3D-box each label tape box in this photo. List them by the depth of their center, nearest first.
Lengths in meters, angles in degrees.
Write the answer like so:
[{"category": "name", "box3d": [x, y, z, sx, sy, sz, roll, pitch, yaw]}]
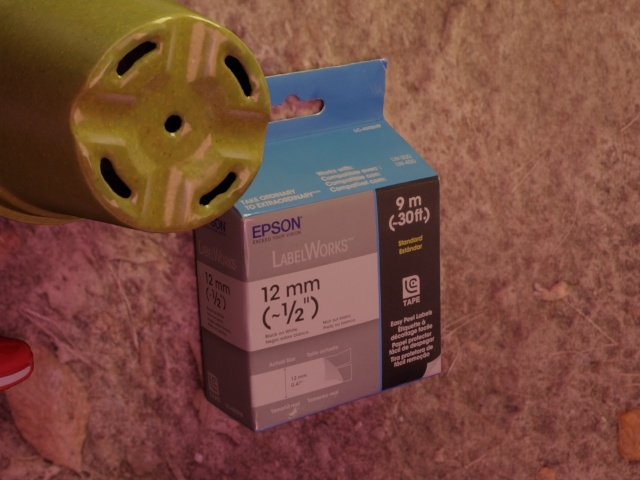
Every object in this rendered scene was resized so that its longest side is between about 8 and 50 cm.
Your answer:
[{"category": "label tape box", "box3d": [0.000, 0.000, 1.426, 0.249, 0.115, 0.348, -13, 112, -31]}]

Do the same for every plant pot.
[{"category": "plant pot", "box3d": [-0.182, -0.120, 1.177, 0.276, 0.254, 0.276, -11, 110, -31]}]

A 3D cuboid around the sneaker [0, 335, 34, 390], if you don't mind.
[{"category": "sneaker", "box3d": [-0.360, 0.070, 1.217, 0.221, 0.087, 0.128, 1, 104, -36]}]
